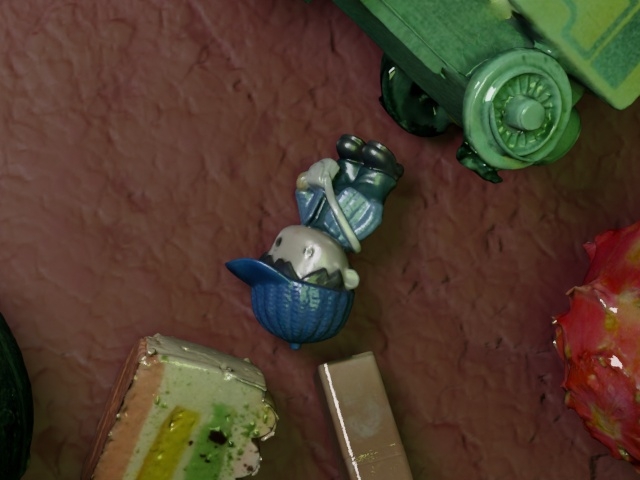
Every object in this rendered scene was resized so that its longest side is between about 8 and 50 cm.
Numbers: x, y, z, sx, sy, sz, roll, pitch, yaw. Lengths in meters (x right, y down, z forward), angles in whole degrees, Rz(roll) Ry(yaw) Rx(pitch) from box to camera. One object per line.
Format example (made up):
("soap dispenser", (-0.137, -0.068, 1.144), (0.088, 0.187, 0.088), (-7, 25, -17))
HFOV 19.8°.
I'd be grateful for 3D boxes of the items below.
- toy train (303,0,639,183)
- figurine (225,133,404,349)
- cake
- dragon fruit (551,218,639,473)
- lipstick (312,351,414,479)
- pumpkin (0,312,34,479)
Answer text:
("toy train", (0.086, -0.208, 1.210), (0.237, 0.150, 0.369), (-49, 123, 1))
("figurine", (0.000, 0.000, 1.284), (0.149, 0.086, 0.087), (-58, 140, -17))
("cake", (-0.112, 0.172, 1.274), (0.109, 0.090, 0.225), (19, 105, -13))
("dragon fruit", (0.291, 0.054, 1.279), (0.268, 0.210, 0.205), (-17, 133, -9))
("lipstick", (0.035, 0.154, 1.278), (0.045, 0.045, 0.145), (-14, 74, -10))
("pumpkin", (-0.312, 0.102, 1.118), (0.293, 0.197, 0.263), (-9, 86, -32))
